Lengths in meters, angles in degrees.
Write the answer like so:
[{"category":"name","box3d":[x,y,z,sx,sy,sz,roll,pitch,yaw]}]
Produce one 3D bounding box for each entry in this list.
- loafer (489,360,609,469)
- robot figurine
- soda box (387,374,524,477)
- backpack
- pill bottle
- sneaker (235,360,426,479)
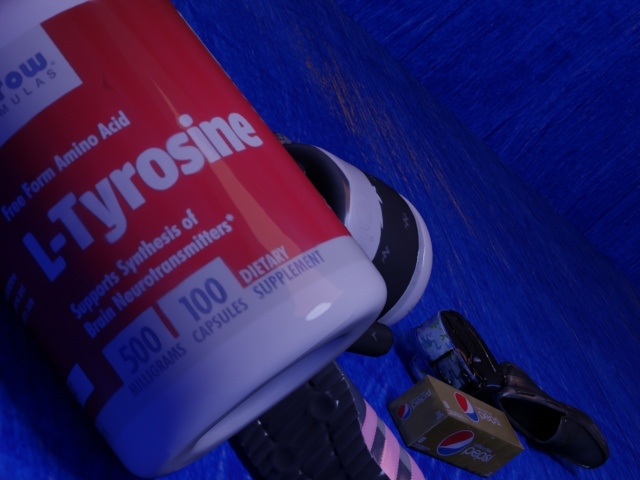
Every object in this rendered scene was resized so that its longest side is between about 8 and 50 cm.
[{"category":"loafer","box3d":[0.307,0.250,1.721,0.223,0.076,0.078,38,25,-20]},{"category":"robot figurine","box3d":[-0.001,0.003,1.316,0.173,0.209,0.278,10,-8,35]},{"category":"soda box","box3d":[0.156,0.212,1.436,0.181,0.061,0.058,29,26,-49]},{"category":"backpack","box3d":[0.157,0.146,1.538,0.114,0.084,0.105,61,19,19]},{"category":"pill bottle","box3d":[-0.156,-0.050,0.935,0.408,0.229,0.229,52,17,10]},{"category":"sneaker","box3d":[0.020,0.199,1.099,0.319,0.112,0.131,55,1,8]}]
